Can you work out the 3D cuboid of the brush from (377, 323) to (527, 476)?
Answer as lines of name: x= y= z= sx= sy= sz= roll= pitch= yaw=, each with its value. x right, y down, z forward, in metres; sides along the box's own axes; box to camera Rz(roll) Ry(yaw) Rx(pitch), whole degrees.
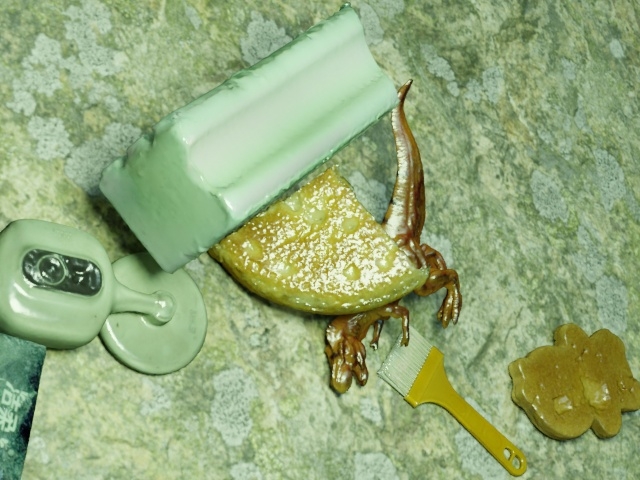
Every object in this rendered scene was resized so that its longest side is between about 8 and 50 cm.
brush: x=0.196 y=0.238 z=1.924 sx=0.272 sy=0.013 sz=0.103 roll=44 pitch=51 yaw=-12

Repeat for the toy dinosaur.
toy dinosaur: x=0.117 y=0.017 z=1.891 sx=0.208 sy=0.097 sz=0.432 roll=25 pitch=74 yaw=-37

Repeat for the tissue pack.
tissue pack: x=-0.433 y=0.168 z=1.457 sx=0.257 sy=0.081 sz=0.185 roll=22 pitch=59 yaw=-27

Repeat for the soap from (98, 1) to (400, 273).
soap: x=-0.070 y=-0.138 z=1.743 sx=0.156 sy=0.261 sz=0.446 roll=53 pitch=48 yaw=-3

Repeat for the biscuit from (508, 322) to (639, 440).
biscuit: x=0.382 y=0.218 z=2.052 sx=0.249 sy=0.035 sz=0.184 roll=-15 pitch=78 yaw=-39

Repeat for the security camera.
security camera: x=-0.256 y=0.067 z=1.640 sx=0.301 sy=0.080 sz=0.157 roll=15 pitch=61 yaw=-33

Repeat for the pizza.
pizza: x=0.000 y=0.000 z=1.795 sx=0.292 sy=0.058 sz=0.197 roll=5 pitch=78 yaw=0
